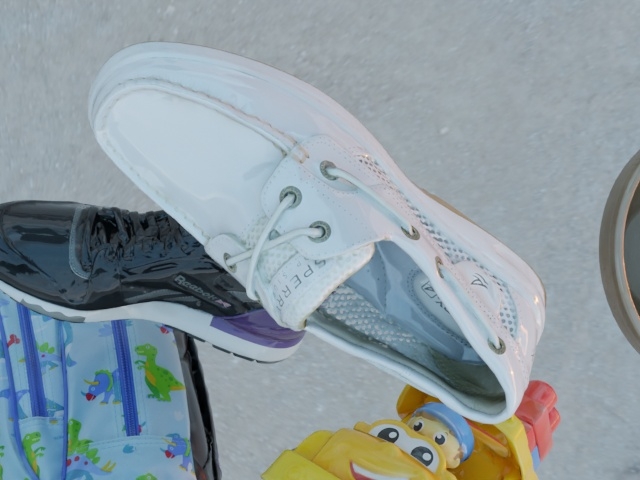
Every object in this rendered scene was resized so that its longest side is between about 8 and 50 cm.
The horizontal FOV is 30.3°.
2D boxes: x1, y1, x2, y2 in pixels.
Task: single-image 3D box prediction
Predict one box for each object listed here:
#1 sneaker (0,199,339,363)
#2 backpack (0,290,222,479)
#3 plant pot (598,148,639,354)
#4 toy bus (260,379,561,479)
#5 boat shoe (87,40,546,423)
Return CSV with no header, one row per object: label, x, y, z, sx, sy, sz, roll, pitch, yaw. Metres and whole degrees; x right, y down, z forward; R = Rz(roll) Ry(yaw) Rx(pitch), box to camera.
sneaker,-0.119,0.001,0.922,0.283,0.124,0.107,14,48,-22
backpack,-0.210,0.164,1.094,0.273,0.290,0.356,5,56,-6
plant pot,0.340,0.015,1.077,0.237,0.110,0.237,1,86,-20
toy bus,0.085,0.167,0.812,0.149,0.220,0.211,28,69,33
boat shoe,0.000,0.000,0.601,0.277,0.098,0.096,31,36,-11
